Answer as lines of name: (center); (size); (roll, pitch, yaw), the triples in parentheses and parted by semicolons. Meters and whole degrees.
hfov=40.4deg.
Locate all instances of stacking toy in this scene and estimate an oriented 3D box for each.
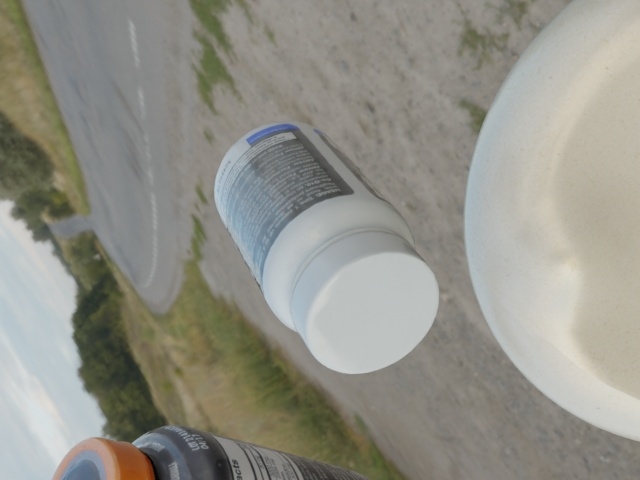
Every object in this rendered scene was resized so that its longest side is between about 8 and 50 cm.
stacking toy: (0.263, -0.079, 0.755); (0.480, 0.351, 0.350); (-96, -19, -72)

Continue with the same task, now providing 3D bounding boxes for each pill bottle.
pill bottle: (-0.069, 0.207, 0.619); (0.246, 0.130, 0.130); (27, -171, -38)
pill bottle: (0.000, 0.000, 0.435); (0.137, 0.078, 0.078); (55, 168, 53)
